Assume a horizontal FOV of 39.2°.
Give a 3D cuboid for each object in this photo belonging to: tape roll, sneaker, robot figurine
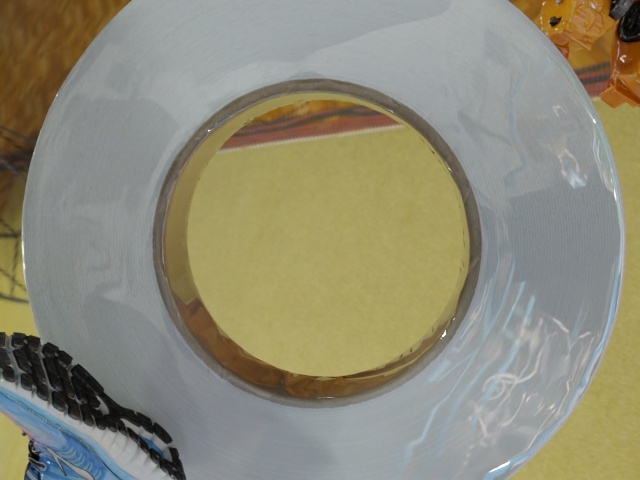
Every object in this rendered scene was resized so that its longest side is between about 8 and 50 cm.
[{"bbox_3d":[0.000,0.000,0.595,0.392,0.392,0.072,-59,-2,7],"label":"tape roll"},{"bbox_3d":[-0.152,0.119,0.521,0.073,0.162,0.063,-40,31,3],"label":"sneaker"},{"bbox_3d":[0.294,-0.289,0.879,0.085,0.211,0.291,-17,53,58],"label":"robot figurine"}]
